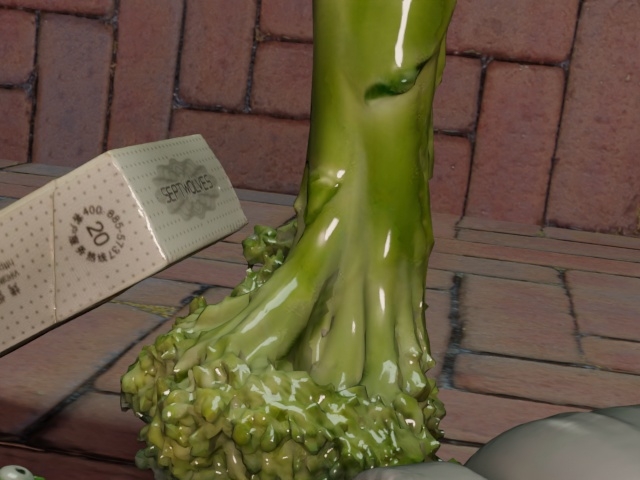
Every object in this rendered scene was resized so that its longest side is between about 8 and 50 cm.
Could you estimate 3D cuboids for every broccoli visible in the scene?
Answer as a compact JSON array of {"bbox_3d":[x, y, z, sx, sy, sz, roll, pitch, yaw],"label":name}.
[{"bbox_3d":[0.011,0.028,0.799,0.275,0.397,0.353,-1,51,-28],"label":"broccoli"}]

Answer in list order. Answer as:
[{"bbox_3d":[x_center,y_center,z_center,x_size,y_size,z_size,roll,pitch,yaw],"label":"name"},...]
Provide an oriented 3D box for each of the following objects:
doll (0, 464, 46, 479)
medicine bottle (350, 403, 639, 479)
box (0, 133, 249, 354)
[{"bbox_3d":[-0.217,0.178,0.744,0.115,0.050,0.190,1,10,15],"label":"doll"},{"bbox_3d":[0.095,0.173,0.371,0.306,0.245,0.245,-4,12,-15],"label":"medicine bottle"},{"bbox_3d":[-0.239,0.035,0.961,0.330,0.095,0.210,-28,2,14],"label":"box"}]
